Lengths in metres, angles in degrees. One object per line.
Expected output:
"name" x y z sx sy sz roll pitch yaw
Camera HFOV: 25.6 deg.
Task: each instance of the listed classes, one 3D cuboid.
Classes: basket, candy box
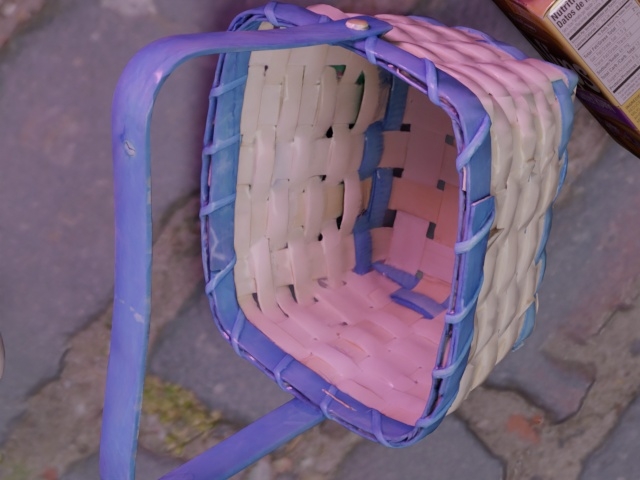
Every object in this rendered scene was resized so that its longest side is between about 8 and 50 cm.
"basket" 0.000 0.000 0.773 0.289 0.201 0.254 -22 128 -48
"candy box" 0.176 -0.111 0.858 0.053 0.109 0.187 -44 123 5

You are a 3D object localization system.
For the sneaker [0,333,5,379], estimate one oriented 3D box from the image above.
"sneaker" -0.354 0.065 0.741 0.350 0.131 0.148 -22 116 -16
